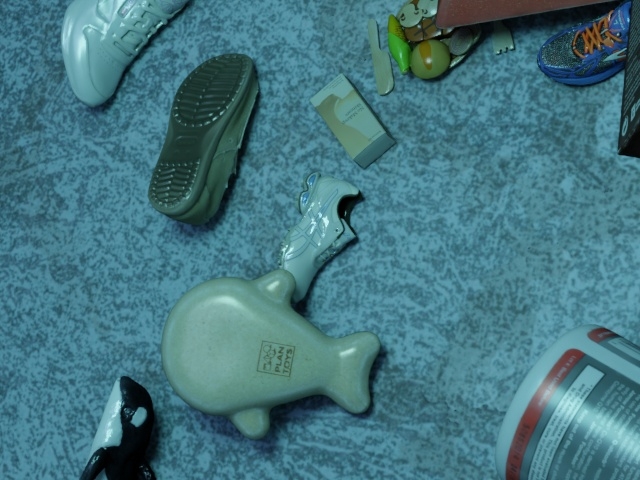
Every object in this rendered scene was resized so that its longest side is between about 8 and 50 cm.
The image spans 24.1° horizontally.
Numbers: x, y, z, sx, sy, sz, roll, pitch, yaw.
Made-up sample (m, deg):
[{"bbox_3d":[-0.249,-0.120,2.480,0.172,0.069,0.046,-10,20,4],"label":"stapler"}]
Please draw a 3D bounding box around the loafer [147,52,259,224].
[{"bbox_3d":[-0.154,-0.135,2.038,0.102,0.092,0.268,10,63,26],"label":"loafer"}]

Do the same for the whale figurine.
[{"bbox_3d":[-0.062,0.143,1.896,0.272,0.141,0.216,9,88,4],"label":"whale figurine"}]

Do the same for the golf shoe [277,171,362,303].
[{"bbox_3d":[0.000,0.000,1.933,0.086,0.069,0.176,11,80,22],"label":"golf shoe"}]

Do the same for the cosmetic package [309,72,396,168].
[{"bbox_3d":[0.042,-0.157,1.973,0.060,0.041,0.115,-41,61,9],"label":"cosmetic package"}]

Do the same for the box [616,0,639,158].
[{"bbox_3d":[0.455,-0.269,1.678,0.191,0.143,0.381,11,64,-2],"label":"box"}]

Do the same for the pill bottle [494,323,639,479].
[{"bbox_3d":[0.383,0.258,1.580,0.363,0.210,0.210,31,89,30],"label":"pill bottle"}]

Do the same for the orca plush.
[{"bbox_3d":[-0.261,0.326,1.937,0.102,0.151,0.287,19,79,-2],"label":"orca plush"}]

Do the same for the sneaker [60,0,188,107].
[{"bbox_3d":[-0.271,-0.334,2.138,0.152,0.114,0.305,13,80,30],"label":"sneaker"}]

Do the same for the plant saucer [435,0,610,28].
[{"bbox_3d":[0.271,-0.395,1.888,0.259,0.048,0.258,-6,54,22],"label":"plant saucer"}]

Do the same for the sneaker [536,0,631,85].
[{"bbox_3d":[0.365,-0.256,1.821,0.221,0.087,0.083,-19,66,20],"label":"sneaker"}]

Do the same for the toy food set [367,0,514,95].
[{"bbox_3d":[0.147,-0.274,1.960,0.192,0.038,0.132,-18,67,20],"label":"toy food set"}]
